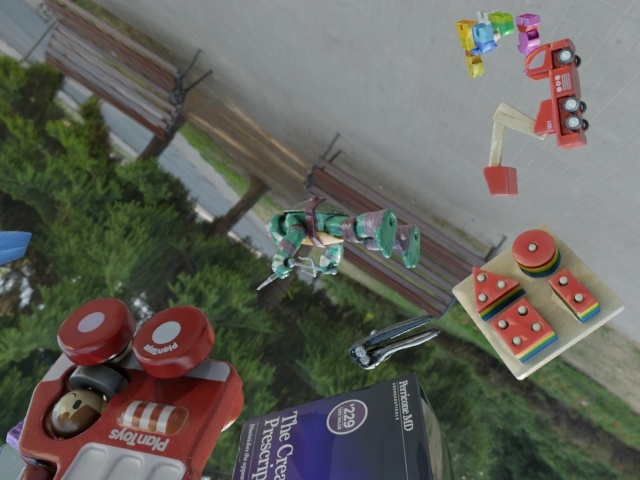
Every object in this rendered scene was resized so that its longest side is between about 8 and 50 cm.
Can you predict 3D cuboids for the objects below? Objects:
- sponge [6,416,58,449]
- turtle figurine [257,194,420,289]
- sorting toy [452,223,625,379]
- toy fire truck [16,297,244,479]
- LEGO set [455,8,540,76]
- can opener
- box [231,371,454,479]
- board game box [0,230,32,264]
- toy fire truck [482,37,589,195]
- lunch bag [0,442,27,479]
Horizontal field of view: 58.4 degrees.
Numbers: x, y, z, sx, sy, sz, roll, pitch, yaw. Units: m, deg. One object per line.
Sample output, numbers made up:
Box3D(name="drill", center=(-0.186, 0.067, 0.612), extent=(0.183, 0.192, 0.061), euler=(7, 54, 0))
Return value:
Box3D(name="sponge", center=(-0.362, 0.269, 0.892), extent=(0.117, 0.031, 0.210), euler=(36, -145, 3))
Box3D(name="turtle figurine", center=(0.000, 0.000, 0.742), extent=(0.234, 0.118, 0.175), euler=(-2, -177, 33))
Box3D(name="sorting toy", center=(0.439, 0.110, 1.209), extent=(0.089, 0.257, 0.255), euler=(40, -165, -47))
Box3D(name="toy fire truck", center=(-0.258, 0.224, 0.740), extent=(0.303, 0.253, 0.169), euler=(2, 130, 21))
Box3D(name="LEGO set", center=(0.286, -0.327, 0.965), extent=(0.227, 0.087, 0.093), euler=(-100, -7, -65))
Box3D(name="can opener", center=(0.125, 0.173, 1.000), extent=(0.073, 0.186, 0.059), euler=(-21, -103, -55))
Box3D(name="box", center=(0.019, 0.250, 0.451), extent=(0.261, 0.185, 0.103), euler=(-87, -24, -60))
Box3D(name="board game box", center=(-0.406, 0.004, 0.644), extent=(0.169, 0.133, 0.033), euler=(-28, 78, 55))
Box3D(name="toy fire truck", center=(0.286, -0.162, 0.779), extent=(0.135, 0.191, 0.047), euler=(-7, 179, 36))
Box3D(name="lunch bag", center=(-0.573, 0.516, 1.001), extent=(0.224, 0.107, 0.279), euler=(39, -144, 5))
